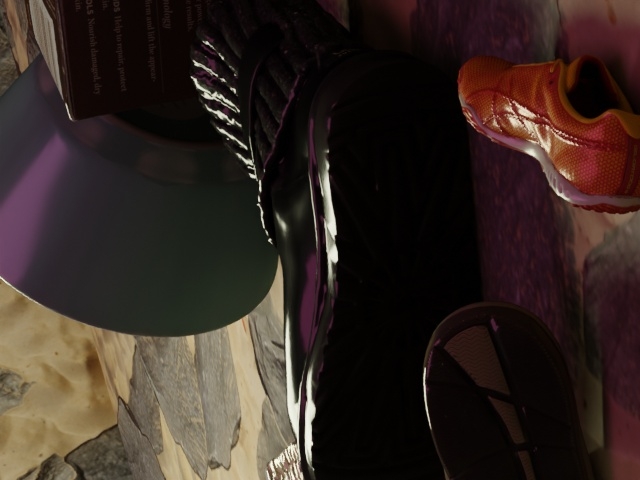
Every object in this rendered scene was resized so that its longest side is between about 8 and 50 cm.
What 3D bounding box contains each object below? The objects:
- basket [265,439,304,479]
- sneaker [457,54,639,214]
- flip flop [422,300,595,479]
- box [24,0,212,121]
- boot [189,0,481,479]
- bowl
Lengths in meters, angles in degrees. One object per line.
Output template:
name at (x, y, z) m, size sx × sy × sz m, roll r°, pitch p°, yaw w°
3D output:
basket at (0.038, 0.227, 1.436) m, size 0.103 × 0.113 × 0.167 m, roll 120°, pitch 135°, yaw -64°
sneaker at (0.128, -0.071, 0.965) m, size 0.175 × 0.064 × 0.067 m, roll 42°, pitch 123°, yaw 57°
flip flop at (0.117, 0.158, 1.119) m, size 0.080 × 0.112 × 0.277 m, roll -71°, pitch -27°, yaw -67°
box at (-0.133, -0.223, 1.487) m, size 0.168 × 0.203 × 0.167 m, roll -122°, pitch 24°, yaw -50°
boot at (0.004, -0.001, 1.303) m, size 0.260 × 0.131 × 0.348 m, roll -146°, pitch 55°, yaw -59°
bowl at (-0.159, -0.078, 1.618) m, size 0.163 × 0.311 × 0.311 m, roll -65°, pitch 37°, yaw 37°
